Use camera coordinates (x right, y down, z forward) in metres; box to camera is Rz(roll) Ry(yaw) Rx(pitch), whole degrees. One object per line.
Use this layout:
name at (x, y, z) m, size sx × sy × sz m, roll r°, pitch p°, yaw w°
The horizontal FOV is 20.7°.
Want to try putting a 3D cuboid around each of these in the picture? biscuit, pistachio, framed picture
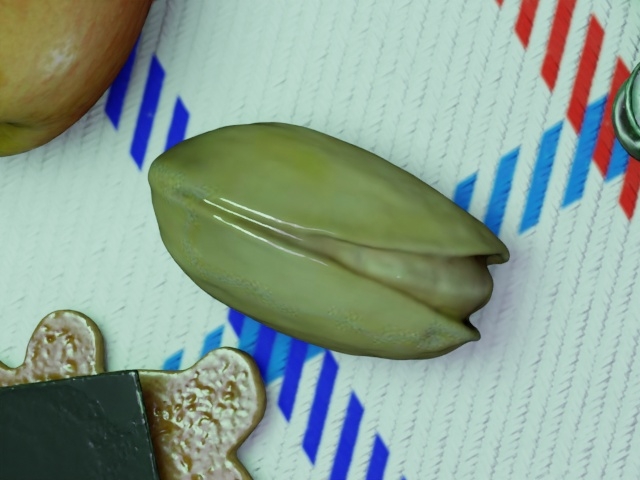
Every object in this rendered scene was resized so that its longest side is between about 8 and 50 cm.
biscuit at (-0.202, 0.161, 1.487) m, size 0.324 × 0.049 × 0.205 m, roll 2°, pitch 89°, yaw 8°
pistachio at (0.000, 0.000, 1.392) m, size 0.293 × 0.181 × 0.162 m, roll 25°, pitch 89°, yaw -2°
framed picture at (-0.231, 0.278, 1.465) m, size 0.244 × 0.013 × 0.323 m, roll -9°, pitch 98°, yaw 18°

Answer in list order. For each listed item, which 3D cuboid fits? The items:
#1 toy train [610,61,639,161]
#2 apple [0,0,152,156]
toy train at (0.338, -0.171, 1.369) m, size 0.222 × 0.150 × 0.304 m, roll -2°, pitch 88°, yaw 2°
apple at (-0.294, -0.229, 1.339) m, size 0.364 × 0.364 × 0.363 m, roll 0°, pitch 90°, yaw 8°
